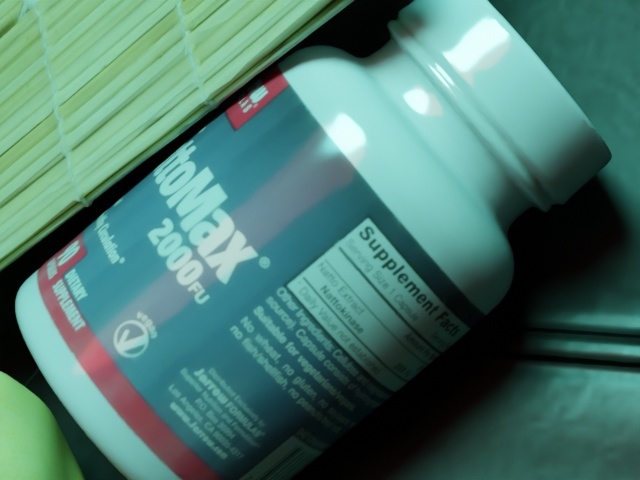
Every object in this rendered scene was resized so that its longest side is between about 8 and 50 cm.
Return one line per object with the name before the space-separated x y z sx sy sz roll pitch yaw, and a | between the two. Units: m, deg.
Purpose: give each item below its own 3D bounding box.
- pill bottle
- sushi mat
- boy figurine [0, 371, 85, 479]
pill bottle | 0.000 0.000 0.596 0.180 0.108 0.108 -40 50 4
sushi mat | -0.101 -0.078 0.648 0.316 0.019 0.151 -34 61 34
boy figurine | -0.172 0.175 0.611 0.177 0.092 0.285 10 68 36
